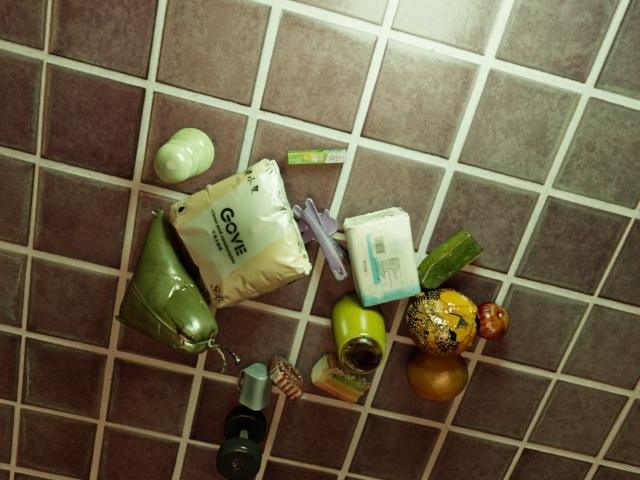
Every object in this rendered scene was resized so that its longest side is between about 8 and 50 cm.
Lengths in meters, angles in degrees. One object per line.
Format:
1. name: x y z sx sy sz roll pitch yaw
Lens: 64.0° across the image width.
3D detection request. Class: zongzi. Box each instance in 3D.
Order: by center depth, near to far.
1. zongzi: -0.403 0.151 1.522 0.446 0.181 0.419 18 98 32

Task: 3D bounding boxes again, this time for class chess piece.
1. chess piece: -0.391 -0.228 1.438 0.144 0.251 0.145 0 109 -1

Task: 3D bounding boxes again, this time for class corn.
1. corn: -0.411 0.177 1.679 0.165 0.063 0.085 -33 98 15

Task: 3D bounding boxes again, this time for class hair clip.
1. hair clip: 0.005 -0.002 1.612 0.137 0.090 0.279 -25 100 22

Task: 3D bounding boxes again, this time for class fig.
1. fig: 0.553 0.264 1.692 0.128 0.150 0.129 0 88 -13

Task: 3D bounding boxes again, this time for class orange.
1. orange: 0.385 0.259 1.626 0.234 0.235 0.182 6 144 -2
2. orange: 0.387 0.440 1.704 0.205 0.206 0.206 0 109 0

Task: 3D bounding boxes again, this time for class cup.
1. cup: -0.233 0.502 1.781 0.128 0.095 0.130 20 108 27

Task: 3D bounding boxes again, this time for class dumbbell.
1. dumbbell: -0.273 0.705 1.783 0.152 0.218 0.153 0 110 0

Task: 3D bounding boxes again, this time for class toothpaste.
1. toothpaste: -0.011 -0.252 1.540 0.178 0.043 0.037 -2 107 1

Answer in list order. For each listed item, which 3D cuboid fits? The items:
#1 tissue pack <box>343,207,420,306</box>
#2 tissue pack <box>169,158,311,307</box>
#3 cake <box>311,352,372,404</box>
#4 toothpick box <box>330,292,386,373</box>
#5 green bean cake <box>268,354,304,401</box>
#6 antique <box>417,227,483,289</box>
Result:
1. tissue pack: 0.189 0.051 1.592 0.201 0.124 0.271 -14 108 -9
2. tissue pack: -0.232 -0.008 1.552 0.389 0.195 0.376 -26 90 13
3. cake: 0.069 0.483 1.800 0.109 0.090 0.225 -45 122 12
4. toothpick box: 0.121 0.294 1.609 0.174 0.271 0.175 0 109 0
5. green bean cake: -0.114 0.465 1.742 0.056 0.136 0.135 -44 107 6
6. antique: 0.399 0.064 1.629 0.221 0.081 0.080 -40 104 12
